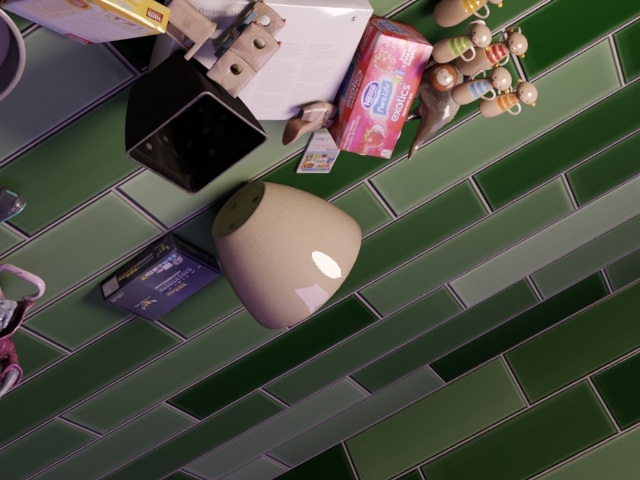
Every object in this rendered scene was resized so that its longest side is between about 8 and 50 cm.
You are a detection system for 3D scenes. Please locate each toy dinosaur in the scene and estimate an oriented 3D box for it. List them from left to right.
[{"bbox_3d":[0.242,-0.314,2.024,0.160,0.313,0.121,4,144,28],"label":"toy dinosaur"}]

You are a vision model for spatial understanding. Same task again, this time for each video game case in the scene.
[{"bbox_3d":[0.002,-0.201,2.205,0.087,0.011,0.122,-3,141,-30],"label":"video game case"}]

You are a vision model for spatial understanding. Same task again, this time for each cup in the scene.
[{"bbox_3d":[-0.107,0.000,2.190,0.331,0.331,0.237,-37,119,18],"label":"cup"}]

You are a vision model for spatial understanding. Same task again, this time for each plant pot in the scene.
[{"bbox_3d":[-0.237,-0.225,1.722,0.187,0.167,0.188,-35,143,17],"label":"plant pot"}]

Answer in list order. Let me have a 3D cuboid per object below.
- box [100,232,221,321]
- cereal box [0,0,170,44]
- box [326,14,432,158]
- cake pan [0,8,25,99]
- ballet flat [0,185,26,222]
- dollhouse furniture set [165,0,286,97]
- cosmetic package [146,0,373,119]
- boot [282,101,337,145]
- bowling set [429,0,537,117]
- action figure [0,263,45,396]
[{"bbox_3d":[-0.386,0.093,2.327,0.233,0.059,0.183,-34,146,15],"label":"box"},{"bbox_3d":[-0.386,-0.379,1.567,0.240,0.047,0.173,5,170,43],"label":"cereal box"},{"bbox_3d":[0.111,-0.311,1.946,0.123,0.128,0.256,8,119,-22],"label":"box"},{"bbox_3d":[-0.643,-0.321,1.592,0.293,0.054,0.293,-12,146,-9],"label":"cake pan"},{"bbox_3d":[-0.687,-0.047,1.955,0.203,0.074,0.074,-33,146,24],"label":"ballet flat"},{"bbox_3d":[-0.170,-0.369,1.640,0.184,0.129,0.129,38,115,-19],"label":"dollhouse furniture set"},{"bbox_3d":[-0.123,-0.363,1.832,0.377,0.097,0.284,-3,143,-27],"label":"cosmetic package"},{"bbox_3d":[-0.018,-0.236,1.954,0.087,0.042,0.118,-7,151,-37],"label":"boot"},{"bbox_3d":[0.316,-0.346,1.884,0.154,0.200,0.287,-18,112,36],"label":"bowling set"},{"bbox_3d":[-0.778,0.216,2.207,0.275,0.248,0.370,-59,172,-25],"label":"action figure"}]
